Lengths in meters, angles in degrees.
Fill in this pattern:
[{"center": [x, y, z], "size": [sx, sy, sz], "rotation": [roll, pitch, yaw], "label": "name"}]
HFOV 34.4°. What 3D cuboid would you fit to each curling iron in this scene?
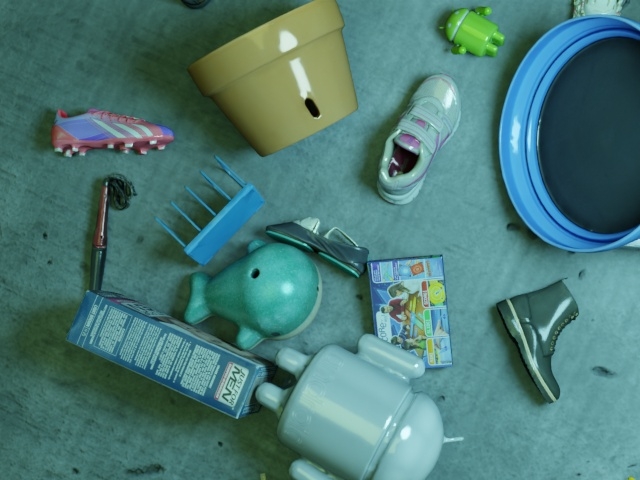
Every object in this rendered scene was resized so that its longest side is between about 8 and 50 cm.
[{"center": [-0.413, 0.004, 1.994], "size": [0.068, 0.035, 0.274], "rotation": [13, 88, 11], "label": "curling iron"}]

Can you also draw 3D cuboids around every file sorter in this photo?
[{"center": [-0.206, -0.058, 1.910], "size": [0.104, 0.118, 0.170], "rotation": [43, 86, 14], "label": "file sorter"}]

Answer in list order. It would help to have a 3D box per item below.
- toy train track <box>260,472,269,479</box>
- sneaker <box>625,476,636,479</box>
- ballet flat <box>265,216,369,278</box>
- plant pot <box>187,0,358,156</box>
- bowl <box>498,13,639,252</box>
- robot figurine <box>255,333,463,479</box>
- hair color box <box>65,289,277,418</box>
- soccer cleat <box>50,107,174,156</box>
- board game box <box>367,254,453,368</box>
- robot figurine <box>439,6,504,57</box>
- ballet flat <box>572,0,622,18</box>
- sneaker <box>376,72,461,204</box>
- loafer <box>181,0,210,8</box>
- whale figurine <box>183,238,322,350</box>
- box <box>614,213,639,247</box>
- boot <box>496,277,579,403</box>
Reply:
[{"center": [-0.121, 0.461, 1.920], "size": [0.083, 0.014, 0.048], "rotation": [-14, 84, 10], "label": "toy train track"}, {"center": [0.520, 0.447, 1.789], "size": [0.175, 0.064, 0.067], "rotation": [-9, 65, 5], "label": "sneaker"}, {"center": [0.000, 0.000, 1.905], "size": [0.203, 0.074, 0.074], "rotation": [25, 91, 12], "label": "ballet flat"}, {"center": [-0.062, -0.282, 1.843], "size": [0.291, 0.291, 0.203], "rotation": [-27, 98, 8], "label": "plant pot"}, {"center": [0.456, -0.174, 1.710], "size": [0.077, 0.391, 0.391], "rotation": [0, 84, -34], "label": "bowl"}, {"center": [0.064, 0.315, 1.801], "size": [0.353, 0.200, 0.300], "rotation": [27, 87, 11], "label": "robot figurine"}, {"center": [-0.265, 0.204, 1.883], "size": [0.347, 0.174, 0.105], "rotation": [23, 89, 11], "label": "hair color box"}, {"center": [-0.402, -0.215, 1.988], "size": [0.248, 0.083, 0.095], "rotation": [-3, 81, 13], "label": "soccer cleat"}, {"center": [0.162, 0.131, 1.862], "size": [0.136, 0.035, 0.201], "rotation": [-5, 96, 10], "label": "board game box"}, {"center": [0.277, -0.378, 1.878], "size": [0.115, 0.067, 0.101], "rotation": [32, 90, 11], "label": "robot figurine"}, {"center": [0.507, -0.455, 1.837], "size": [0.091, 0.077, 0.241], "rotation": [17, 90, 10], "label": "ballet flat"}, {"center": [0.178, -0.186, 1.860], "size": [0.103, 0.111, 0.252], "rotation": [23, 90, 11], "label": "sneaker"}, {"center": [-0.204, -0.575, 1.971], "size": [0.096, 0.084, 0.267], "rotation": [21, 90, 11], "label": "loafer"}, {"center": [-0.136, 0.089, 1.876], "size": [0.272, 0.141, 0.216], "rotation": [-3, 65, 22], "label": "whale figurine"}, {"center": [0.621, -0.108, 1.766], "size": [0.231, 0.127, 0.262], "rotation": [4, 87, 11], "label": "box"}, {"center": [0.412, 0.173, 1.816], "size": [0.137, 0.077, 0.198], "rotation": [-24, 83, 3], "label": "boot"}]
